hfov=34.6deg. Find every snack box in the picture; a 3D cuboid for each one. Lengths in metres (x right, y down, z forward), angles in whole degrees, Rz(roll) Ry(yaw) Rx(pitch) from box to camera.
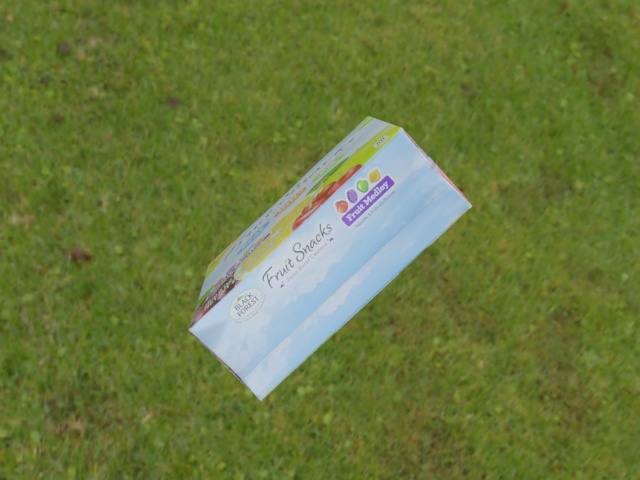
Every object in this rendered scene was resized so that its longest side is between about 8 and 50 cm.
[{"bbox_3d":[0.000,0.000,0.694,0.070,0.174,0.207,46,3,-7],"label":"snack box"}]
